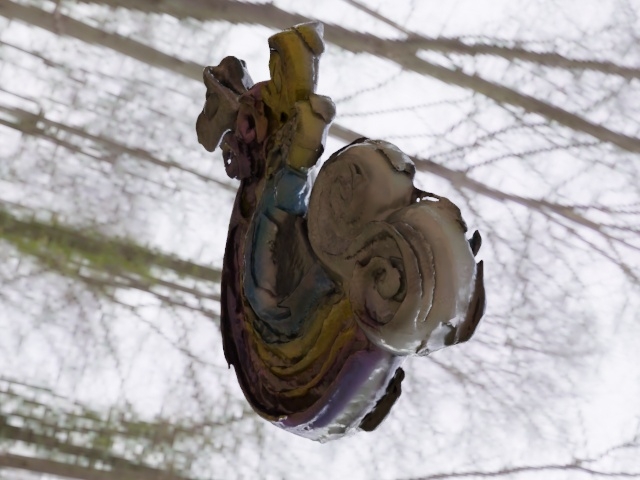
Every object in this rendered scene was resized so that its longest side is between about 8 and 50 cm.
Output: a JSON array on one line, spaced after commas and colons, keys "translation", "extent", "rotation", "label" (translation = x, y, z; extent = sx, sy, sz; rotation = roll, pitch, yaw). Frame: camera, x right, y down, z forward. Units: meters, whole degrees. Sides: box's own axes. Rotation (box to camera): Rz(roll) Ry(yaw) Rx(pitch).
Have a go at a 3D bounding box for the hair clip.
[{"translation": [-0.001, 0.000, 0.461], "extent": [0.172, 0.049, 0.116], "rotation": [-113, -151, -47], "label": "hair clip"}]
